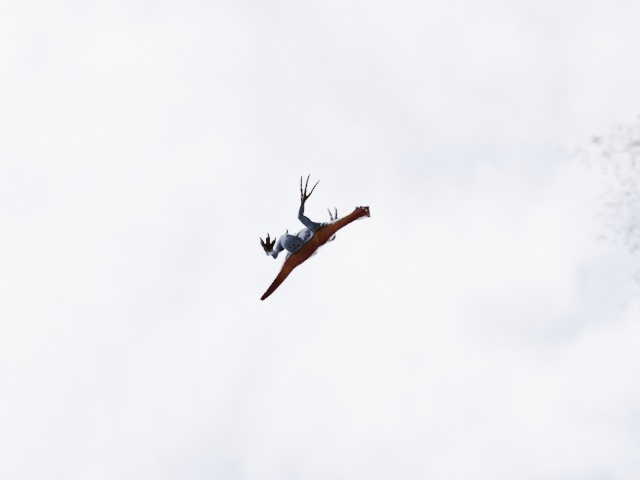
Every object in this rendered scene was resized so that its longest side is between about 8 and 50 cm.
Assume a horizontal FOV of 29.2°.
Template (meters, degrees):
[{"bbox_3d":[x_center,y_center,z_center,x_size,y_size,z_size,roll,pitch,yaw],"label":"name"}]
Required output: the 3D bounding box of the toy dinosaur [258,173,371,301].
[{"bbox_3d":[0.000,0.000,0.878,0.047,0.082,0.090,7,-96,-45],"label":"toy dinosaur"}]
